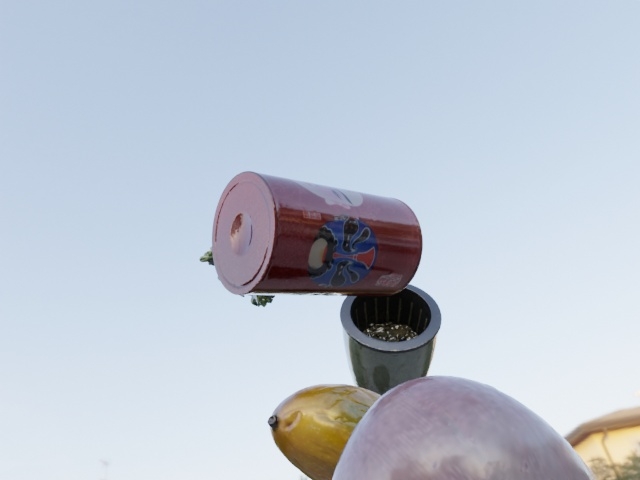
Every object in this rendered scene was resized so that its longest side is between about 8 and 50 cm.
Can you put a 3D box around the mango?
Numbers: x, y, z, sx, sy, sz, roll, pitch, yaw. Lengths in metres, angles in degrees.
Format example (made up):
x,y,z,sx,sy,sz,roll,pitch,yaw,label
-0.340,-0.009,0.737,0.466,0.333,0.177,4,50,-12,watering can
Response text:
x,y,z,sx,sy,sz,roll,pitch,yaw,label
0.073,0.314,0.772,0.187,0.144,0.359,-15,-38,43,mango

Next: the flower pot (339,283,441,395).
x,y,z,sx,sy,sz,roll,pitch,yaw,label
0.209,0.339,1.545,0.293,0.294,0.330,-7,-56,-5,flower pot

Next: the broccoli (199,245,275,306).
x,y,z,sx,sy,sz,roll,pitch,yaw,label
-0.187,0.051,1.174,0.177,0.198,0.275,-56,-18,3,broccoli

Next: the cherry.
x,y,z,sx,sy,sz,roll,pitch,yaw,label
0.109,0.241,0.395,0.206,0.239,0.239,-7,-30,38,cherry

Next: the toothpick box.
x,y,z,sx,sy,sz,roll,pitch,yaw,label
0.000,0.000,0.909,0.333,0.204,0.204,4,-38,-39,toothpick box
